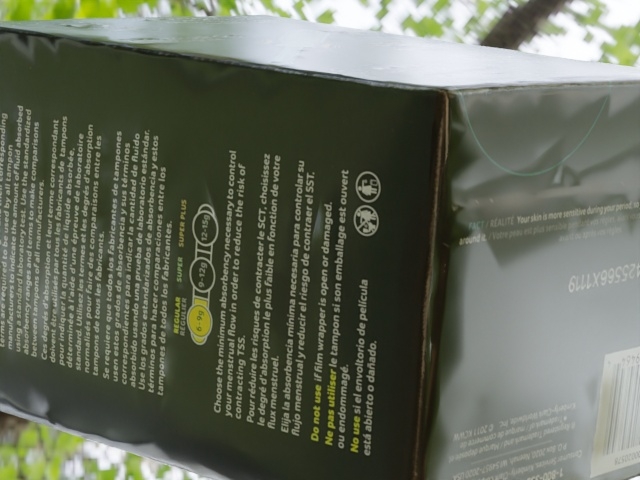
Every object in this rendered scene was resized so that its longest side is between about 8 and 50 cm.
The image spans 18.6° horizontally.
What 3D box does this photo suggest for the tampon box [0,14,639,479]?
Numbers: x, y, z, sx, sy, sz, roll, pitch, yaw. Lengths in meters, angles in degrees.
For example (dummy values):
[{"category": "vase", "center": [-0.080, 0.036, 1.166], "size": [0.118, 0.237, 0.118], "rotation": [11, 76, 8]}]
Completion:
[{"category": "tampon box", "center": [0.000, 0.000, 0.497], "size": [0.120, 0.161, 0.101], "rotation": [-8, -74, -48]}]
